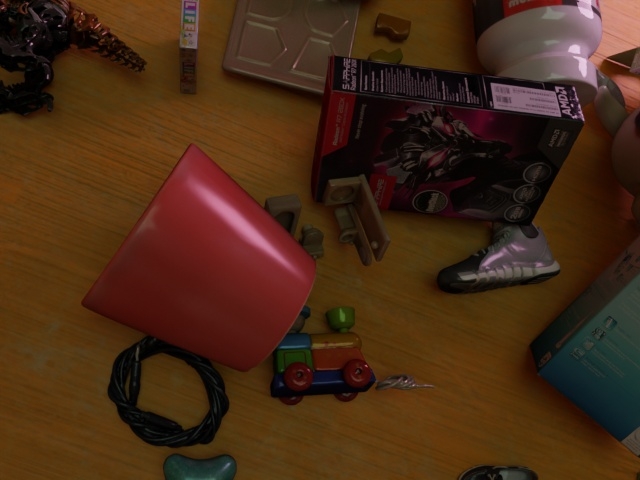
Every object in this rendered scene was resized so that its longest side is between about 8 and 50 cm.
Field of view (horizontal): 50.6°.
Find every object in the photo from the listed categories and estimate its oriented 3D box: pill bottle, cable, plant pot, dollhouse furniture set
[{"bbox_3d":[0.372,-0.409,1.178,0.210,0.210,0.363,0,77,-11],"label":"pill bottle"},{"bbox_3d":[-0.222,0.226,0.995,0.150,0.047,0.185,-33,86,-16],"label":"cable"},{"bbox_3d":[-0.157,0.042,0.952,0.243,0.275,0.275,35,73,-13],"label":"plant pot"},{"bbox_3d":[0.000,0.000,1.029,0.151,0.144,0.123,-9,58,-19],"label":"dollhouse furniture set"}]

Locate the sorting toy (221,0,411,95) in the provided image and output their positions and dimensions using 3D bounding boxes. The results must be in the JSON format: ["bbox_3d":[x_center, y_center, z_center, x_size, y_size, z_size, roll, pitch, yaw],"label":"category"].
[{"bbox_3d":[-0.001,-0.350,1.184,0.307,0.041,0.229,13,70,-8],"label":"sorting toy"}]

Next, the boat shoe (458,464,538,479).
[{"bbox_3d":[0.280,0.377,1.063,0.125,0.038,0.046,2,76,-11],"label":"boat shoe"}]

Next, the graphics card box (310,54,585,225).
[{"bbox_3d":[0.180,-0.145,1.044,0.370,0.233,0.094,6,49,-4],"label":"graphics card box"}]

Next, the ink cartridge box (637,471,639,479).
[{"bbox_3d":[0.635,0.430,0.999,0.198,0.273,0.115,17,74,-7],"label":"ink cartridge box"}]

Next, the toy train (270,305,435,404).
[{"bbox_3d":[0.045,0.166,1.043,0.247,0.105,0.143,-1,64,-11],"label":"toy train"}]

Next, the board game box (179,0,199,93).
[{"bbox_3d":[-0.207,-0.312,1.070,0.026,0.154,0.104,2,77,-10],"label":"board game box"}]

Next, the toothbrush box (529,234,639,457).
[{"bbox_3d":[0.509,0.149,1.047,0.216,0.126,0.295,38,108,0],"label":"toothbrush box"}]

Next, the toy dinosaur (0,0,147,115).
[{"bbox_3d":[-0.440,-0.324,1.038,0.321,0.164,0.219,5,58,12],"label":"toy dinosaur"}]

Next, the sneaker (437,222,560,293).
[{"bbox_3d":[0.284,0.013,1.136,0.228,0.086,0.132,-4,73,-22],"label":"sneaker"}]

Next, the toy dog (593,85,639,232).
[{"bbox_3d":[0.620,-0.159,1.039,0.284,0.408,0.395,-35,75,6],"label":"toy dog"}]

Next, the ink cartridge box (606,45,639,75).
[{"bbox_3d":[0.630,-0.296,1.203,0.171,0.235,0.056,19,91,-7],"label":"ink cartridge box"}]

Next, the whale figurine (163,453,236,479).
[{"bbox_3d":[-0.169,0.429,0.908,0.216,0.141,0.272,6,75,-10],"label":"whale figurine"}]

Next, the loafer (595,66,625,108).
[{"bbox_3d":[0.523,-0.289,1.270,0.045,0.039,0.125,-42,90,17],"label":"loafer"}]
